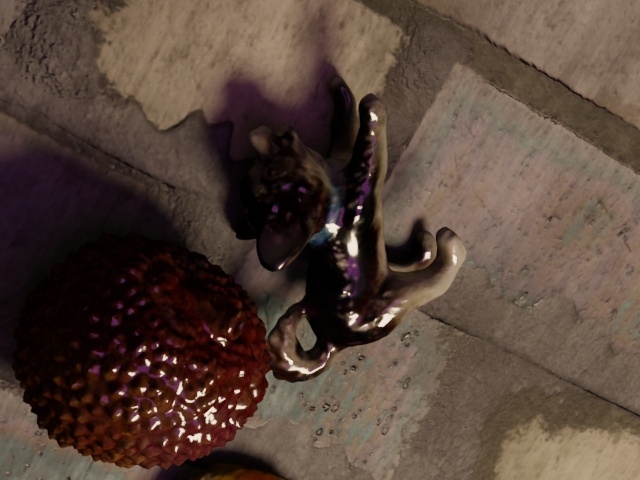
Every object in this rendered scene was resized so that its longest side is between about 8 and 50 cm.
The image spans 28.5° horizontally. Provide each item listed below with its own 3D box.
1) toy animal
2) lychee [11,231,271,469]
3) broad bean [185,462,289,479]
[{"bbox_3d":[0.000,0.000,1.632,0.302,0.194,0.344,-37,113,-10],"label":"toy animal"},{"bbox_3d":[-0.219,0.142,1.545,0.330,0.306,0.306,-32,124,33],"label":"lychee"},{"bbox_3d":[-0.106,0.399,1.788,0.228,0.122,0.156,21,104,-29],"label":"broad bean"}]
